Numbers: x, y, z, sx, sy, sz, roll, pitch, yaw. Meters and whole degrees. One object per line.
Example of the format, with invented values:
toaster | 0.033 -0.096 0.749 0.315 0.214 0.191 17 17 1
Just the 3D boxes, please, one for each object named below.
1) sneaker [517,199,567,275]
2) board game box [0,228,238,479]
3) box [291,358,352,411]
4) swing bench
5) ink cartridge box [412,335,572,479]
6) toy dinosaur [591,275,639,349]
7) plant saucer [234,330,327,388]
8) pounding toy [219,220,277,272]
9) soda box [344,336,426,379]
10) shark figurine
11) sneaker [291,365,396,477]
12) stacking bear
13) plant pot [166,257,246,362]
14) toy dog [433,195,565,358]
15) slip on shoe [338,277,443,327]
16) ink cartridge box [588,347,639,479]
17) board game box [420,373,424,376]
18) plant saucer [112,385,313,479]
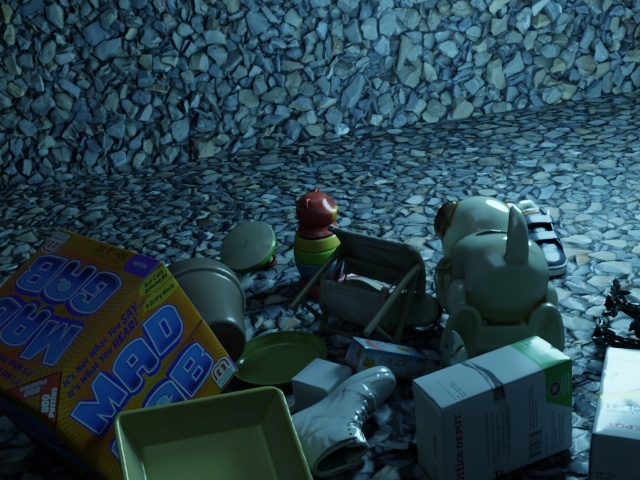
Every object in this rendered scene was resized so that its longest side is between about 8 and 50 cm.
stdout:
sneaker | 0.625 -0.014 2.387 0.126 0.127 0.321 -7 25 -3
board game box | -0.466 0.248 1.696 0.356 0.356 0.356 14 54 39
box | 0.006 0.332 1.830 0.102 0.087 0.101 11 29 35
swing bench | 0.105 0.119 2.043 0.253 0.165 0.255 15 72 39
ink cartridge box | 0.331 0.333 1.579 0.289 0.211 0.121 -15 26 -18
toy dinosaur | 0.748 0.196 1.868 0.218 0.164 0.322 20 11 19
plant saucer | -0.101 0.296 2.004 0.241 0.037 0.241 -6 23 3
pounding toy | -0.222 0.063 2.518 0.237 0.110 0.183 -47 49 -13
soda box | 0.147 0.269 1.866 0.183 0.063 0.058 14 12 -33
shark figurine | 0.230 0.331 1.725 0.116 0.166 0.278 21 78 43
sneaker | 0.073 0.381 1.695 0.292 0.108 0.169 -30 32 -22
stacking bear | 0.000 0.000 2.327 0.164 0.289 0.175 5 27 26
plant pot | -0.284 0.204 2.011 0.263 0.263 0.229 -16 31 -19
toy dog | 0.394 0.050 1.987 0.284 0.395 0.408 -8 31 4
slip on shoe | 0.171 0.169 2.149 0.331 0.123 0.101 5 -6 36
ink cartridge box | 0.646 0.343 1.571 0.226 0.131 0.306 4 25 23
board game box | 0.321 0.323 1.814 0.181 0.043 0.092 -8 24 -3
plant saucer | -0.190 0.445 1.504 0.332 0.081 0.333 -7 46 -19
